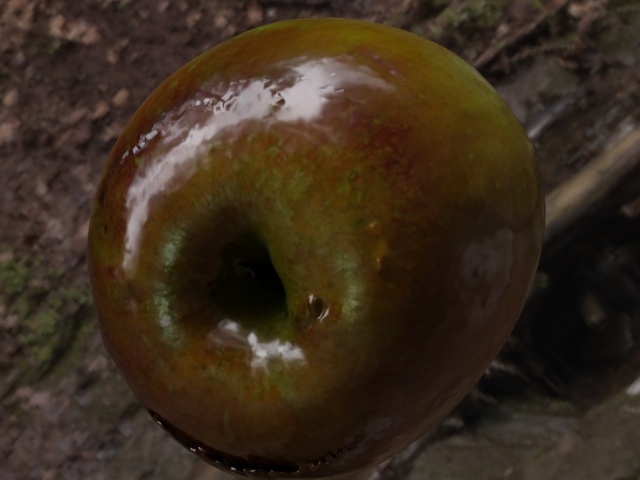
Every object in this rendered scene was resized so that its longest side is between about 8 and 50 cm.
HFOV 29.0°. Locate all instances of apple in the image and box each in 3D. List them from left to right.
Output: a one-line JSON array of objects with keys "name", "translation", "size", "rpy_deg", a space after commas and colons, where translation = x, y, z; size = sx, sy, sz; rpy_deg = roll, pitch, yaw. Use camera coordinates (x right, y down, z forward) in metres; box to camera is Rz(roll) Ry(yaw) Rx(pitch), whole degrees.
[{"name": "apple", "translation": [0.000, 0.000, 1.041], "size": [0.384, 0.374, 0.374], "rpy_deg": [-51, 12, 27]}]
